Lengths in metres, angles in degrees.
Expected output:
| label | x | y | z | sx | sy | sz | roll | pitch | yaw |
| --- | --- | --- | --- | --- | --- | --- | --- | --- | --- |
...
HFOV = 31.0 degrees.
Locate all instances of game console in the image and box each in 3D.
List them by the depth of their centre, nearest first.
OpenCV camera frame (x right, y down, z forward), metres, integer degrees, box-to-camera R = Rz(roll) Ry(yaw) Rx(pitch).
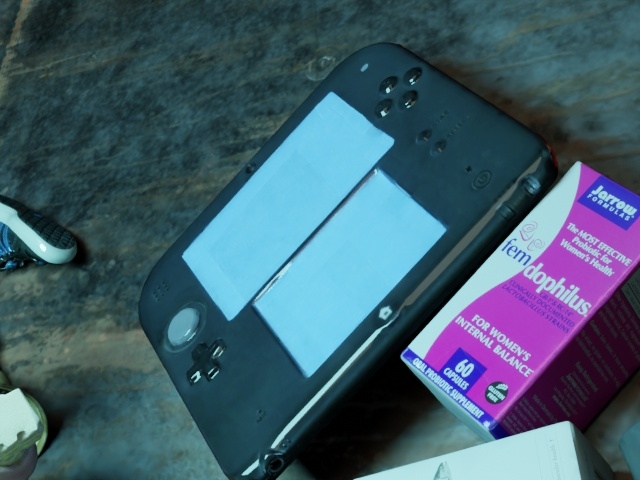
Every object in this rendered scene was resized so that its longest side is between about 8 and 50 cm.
| label | x | y | z | sx | sy | sz | roll | pitch | yaw |
| --- | --- | --- | --- | --- | --- | --- | --- | --- | --- |
| game console | 0.000 | 0.000 | 1.071 | 0.386 | 0.060 | 0.342 | -48 | 32 | 4 |

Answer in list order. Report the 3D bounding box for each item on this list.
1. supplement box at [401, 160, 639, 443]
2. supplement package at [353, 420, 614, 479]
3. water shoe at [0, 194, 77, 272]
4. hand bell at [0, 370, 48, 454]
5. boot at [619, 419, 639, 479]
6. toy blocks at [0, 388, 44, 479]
| label | x | y | z | sx | sy | sz | roll | pitch | yaw |
| --- | --- | --- | --- | --- | --- | --- | --- | --- | --- |
| supplement box | 0.191 | 0.064 | 0.930 | 0.220 | 0.114 | 0.111 | -47 | 46 | -5 |
| supplement package | 0.129 | 0.222 | 0.866 | 0.179 | 0.105 | 0.105 | -20 | 51 | 21 |
| water shoe | -0.357 | 0.006 | 1.373 | 0.203 | 0.073 | 0.080 | 27 | 99 | 46 |
| hand bell | -0.380 | 0.144 | 1.277 | 0.126 | 0.126 | 0.242 | -40 | 34 | 4 |
| boot | 0.253 | 0.295 | 0.668 | 0.367 | 0.146 | 0.445 | -7 | 56 | 1 |
| toy blocks | -0.369 | 0.264 | 1.021 | 0.289 | 0.260 | 0.309 | -29 | 73 | -31 |
